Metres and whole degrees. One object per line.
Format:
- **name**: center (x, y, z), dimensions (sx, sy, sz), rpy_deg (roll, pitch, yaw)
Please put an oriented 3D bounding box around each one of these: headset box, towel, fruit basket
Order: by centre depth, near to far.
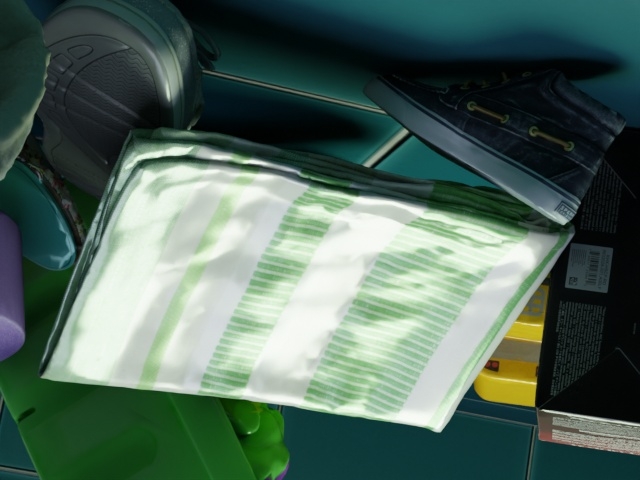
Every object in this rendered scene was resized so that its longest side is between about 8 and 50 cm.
- **towel**: center (-0.011, 0.040, 0.956), dimensions (0.325, 0.038, 0.248), rpy_deg (10, 131, -21)
- **headset box**: center (0.242, 0.055, 1.098), dimensions (0.110, 0.218, 0.293), rpy_deg (8, 168, 11)
- **fruit basket**: center (-0.094, 0.088, 1.194), dimensions (0.392, 0.392, 0.283), rpy_deg (8, 160, 9)

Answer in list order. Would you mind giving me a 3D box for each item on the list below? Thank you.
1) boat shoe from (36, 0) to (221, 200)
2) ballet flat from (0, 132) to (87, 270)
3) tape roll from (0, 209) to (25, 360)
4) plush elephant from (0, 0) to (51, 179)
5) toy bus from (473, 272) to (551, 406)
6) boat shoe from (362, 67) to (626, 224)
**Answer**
- **boat shoe**: center (-0.136, -0.110, 0.955), dimensions (0.118, 0.103, 0.320), rpy_deg (29, 163, 1)
- **ballet flat**: center (-0.271, -0.076, 1.084), dimensions (0.091, 0.077, 0.241), rpy_deg (-26, 123, 31)
- **tape roll**: center (-0.367, 0.041, 1.031), dimensions (0.275, 0.090, 0.275), rpy_deg (-5, 163, -2)
- **plush elephant**: center (-0.228, -0.131, 0.477), dimensions (0.272, 0.255, 0.330), rpy_deg (2, 166, 34)
- **toy bus**: center (0.240, 0.118, 1.630), dimensions (0.108, 0.130, 0.332), rpy_deg (8, 169, 9)
- **boat shoe**: center (0.117, -0.087, 0.915), dimensions (0.183, 0.083, 0.065), rpy_deg (34, -178, 31)
